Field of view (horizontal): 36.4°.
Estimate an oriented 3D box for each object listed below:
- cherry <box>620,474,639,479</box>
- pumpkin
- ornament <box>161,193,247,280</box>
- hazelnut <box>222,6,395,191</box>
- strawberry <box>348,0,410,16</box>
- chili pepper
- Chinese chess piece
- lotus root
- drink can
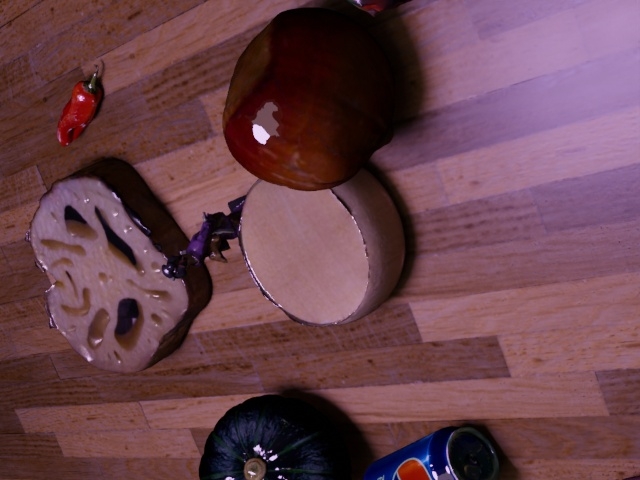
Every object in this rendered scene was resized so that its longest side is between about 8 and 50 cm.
[{"bbox_3d":[0.414,0.315,1.182,0.148,0.115,0.188,-128,35,-69],"label":"cherry"},{"bbox_3d":[-0.063,0.376,1.564,0.248,0.248,0.248,19,123,33],"label":"pumpkin"},{"bbox_3d":[-0.167,0.002,1.457,0.081,0.203,0.088,-22,98,53],"label":"ornament"},{"bbox_3d":[-0.009,-0.174,1.225,0.229,0.229,0.229,19,123,33],"label":"hazelnut"},{"bbox_3d":[0.058,-0.405,1.046,0.288,0.250,0.238,-65,29,17],"label":"strawberry"},{"bbox_3d":[-0.407,-0.219,1.647,0.050,0.059,0.191,42,131,6],"label":"chili pepper"},{"bbox_3d":[0.000,0.000,1.374,0.250,0.103,0.249,19,122,33],"label":"Chinese chess piece"},{"bbox_3d":[-0.356,0.053,1.713,0.375,0.111,0.390,14,116,34],"label":"lotus root"},{"bbox_3d":[0.157,0.344,1.404,0.118,0.118,0.205,55,134,5],"label":"drink can"}]
